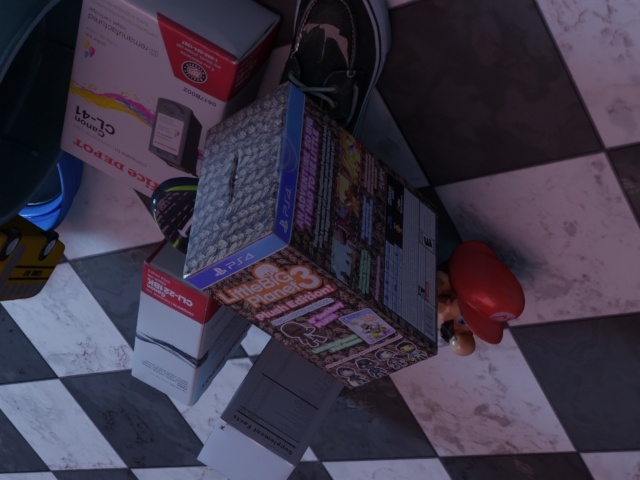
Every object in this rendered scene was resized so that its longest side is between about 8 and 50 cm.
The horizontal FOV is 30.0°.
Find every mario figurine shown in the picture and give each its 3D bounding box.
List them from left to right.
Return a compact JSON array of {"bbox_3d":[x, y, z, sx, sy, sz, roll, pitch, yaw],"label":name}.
[{"bbox_3d":[0.133,0.113,1.615,0.320,0.198,0.170,-13,113,41],"label":"mario figurine"}]

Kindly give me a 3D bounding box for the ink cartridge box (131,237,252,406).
[{"bbox_3d":[-0.176,0.085,1.776,0.114,0.197,0.273,26,137,12],"label":"ink cartridge box"}]

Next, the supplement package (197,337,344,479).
[{"bbox_3d":[-0.062,0.252,1.822,0.139,0.244,0.134,32,138,3],"label":"supplement package"}]

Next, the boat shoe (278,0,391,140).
[{"bbox_3d":[0.007,-0.186,1.467,0.121,0.119,0.335,20,136,16],"label":"boat shoe"}]

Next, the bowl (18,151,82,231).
[{"bbox_3d":[-0.545,-0.168,1.868,0.391,0.077,0.391,17,135,18],"label":"bowl"}]

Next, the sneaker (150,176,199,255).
[{"bbox_3d":[-0.116,-0.047,1.567,0.111,0.300,0.121,-52,59,21],"label":"sneaker"}]

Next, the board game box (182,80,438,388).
[{"bbox_3d":[0.000,0.000,1.425,0.141,0.232,0.291,-27,131,33],"label":"board game box"}]

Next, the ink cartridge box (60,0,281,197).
[{"bbox_3d":[-0.206,-0.208,1.576,0.226,0.131,0.306,29,136,5],"label":"ink cartridge box"}]

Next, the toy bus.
[{"bbox_3d":[-0.476,0.015,1.729,0.108,0.130,0.332,32,-178,4],"label":"toy bus"}]

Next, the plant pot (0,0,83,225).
[{"bbox_3d":[-0.510,-0.235,1.552,0.334,0.341,0.341,24,137,5],"label":"plant pot"}]
